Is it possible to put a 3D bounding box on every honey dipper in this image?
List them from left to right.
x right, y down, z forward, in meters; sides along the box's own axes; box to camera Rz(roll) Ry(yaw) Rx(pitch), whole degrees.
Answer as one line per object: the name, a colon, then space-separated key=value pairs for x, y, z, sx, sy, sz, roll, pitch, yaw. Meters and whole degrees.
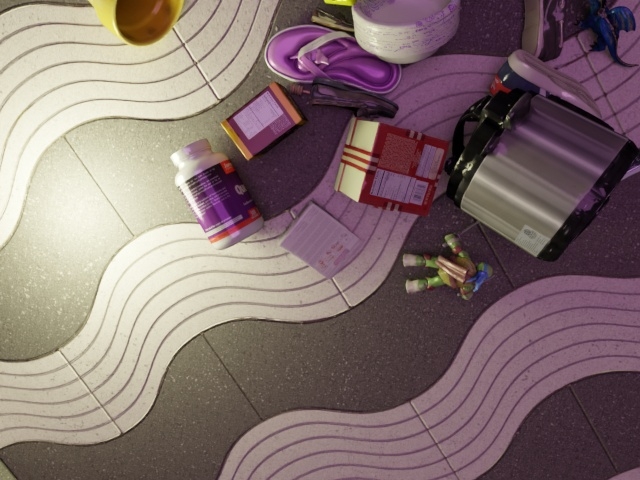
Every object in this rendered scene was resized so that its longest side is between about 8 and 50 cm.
honey dipper: x=-0.013 y=-0.451 z=1.446 sx=0.161 sy=0.030 sz=0.030 roll=11 pitch=103 yaw=-2

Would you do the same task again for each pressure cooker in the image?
pressure cooker: x=0.538 y=-0.194 z=1.250 sx=0.420 sy=0.376 sz=0.369 roll=37 pitch=123 yaw=21

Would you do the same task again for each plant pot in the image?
plant pot: x=-0.557 y=-0.722 z=1.322 sx=0.239 sy=0.254 sz=0.254 roll=39 pitch=103 yaw=10

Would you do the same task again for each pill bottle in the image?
pill bottle: x=-0.323 y=-0.143 z=1.457 sx=0.182 sy=0.181 sz=0.322 roll=-27 pitch=100 yaw=9

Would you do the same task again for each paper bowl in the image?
paper bowl: x=0.235 y=-0.598 z=1.290 sx=0.285 sy=0.284 sz=0.148 roll=-9 pitch=142 yaw=6

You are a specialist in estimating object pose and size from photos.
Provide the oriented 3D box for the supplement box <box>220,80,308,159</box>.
supplement box: x=-0.158 y=-0.350 z=1.393 sx=0.194 sy=0.191 sz=0.129 roll=-34 pitch=98 yaw=11

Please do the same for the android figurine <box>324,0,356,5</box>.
android figurine: x=0.117 y=-0.720 z=1.279 sx=0.273 sy=0.056 sz=0.248 roll=21 pitch=60 yaw=28

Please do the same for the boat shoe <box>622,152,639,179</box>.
boat shoe: x=0.912 y=-0.239 z=1.411 sx=0.183 sy=0.065 sz=0.083 roll=-33 pitch=100 yaw=11

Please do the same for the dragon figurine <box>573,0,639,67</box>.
dragon figurine: x=0.799 y=-0.587 z=1.299 sx=0.085 sy=0.144 sz=0.289 roll=-34 pitch=98 yaw=11

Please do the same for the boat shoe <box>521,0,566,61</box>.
boat shoe: x=0.637 y=-0.675 z=1.318 sx=0.096 sy=0.112 sz=0.335 roll=-5 pitch=109 yaw=-13

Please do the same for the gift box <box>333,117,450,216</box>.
gift box: x=0.207 y=-0.204 z=1.377 sx=0.277 sy=0.258 sz=0.255 roll=15 pitch=102 yaw=-20

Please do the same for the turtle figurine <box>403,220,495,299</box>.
turtle figurine: x=0.415 y=0.088 z=1.502 sx=0.266 sy=0.274 sz=0.197 roll=-5 pitch=126 yaw=25

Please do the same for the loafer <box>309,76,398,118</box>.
loafer: x=0.096 y=-0.401 z=1.402 sx=0.268 sy=0.096 sz=0.084 roll=17 pitch=85 yaw=-4

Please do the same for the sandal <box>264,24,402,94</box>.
sandal: x=0.039 y=-0.538 z=1.383 sx=0.417 sy=0.102 sz=0.169 roll=10 pitch=103 yaw=2

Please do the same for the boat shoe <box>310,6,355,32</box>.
boat shoe: x=0.049 y=-0.646 z=1.382 sx=0.152 sy=0.056 sz=0.049 roll=16 pitch=108 yaw=0

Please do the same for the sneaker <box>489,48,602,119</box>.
sneaker: x=0.650 y=-0.411 z=1.375 sx=0.350 sy=0.131 sz=0.148 roll=25 pitch=138 yaw=-15

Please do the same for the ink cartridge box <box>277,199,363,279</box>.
ink cartridge box: x=0.000 y=0.000 z=1.546 sx=0.225 sy=0.056 sz=0.181 roll=35 pitch=103 yaw=-23
